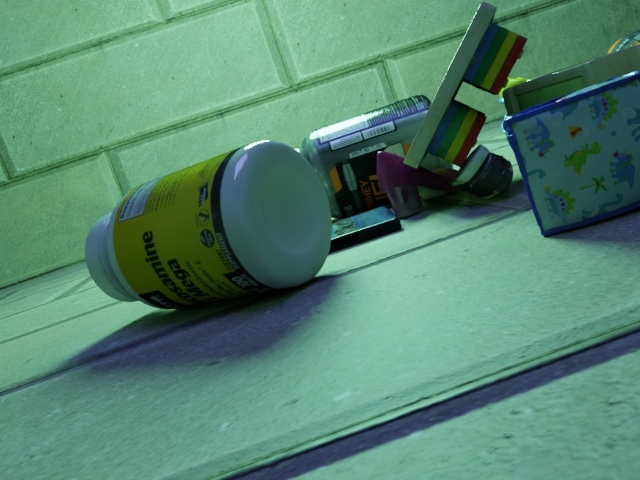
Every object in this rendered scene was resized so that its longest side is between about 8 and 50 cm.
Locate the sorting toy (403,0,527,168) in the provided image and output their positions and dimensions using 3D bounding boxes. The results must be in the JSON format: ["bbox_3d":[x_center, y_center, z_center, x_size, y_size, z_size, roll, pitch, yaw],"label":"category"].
[{"bbox_3d":[0.242,-0.234,1.059,0.090,0.255,0.257,27,17,6],"label":"sorting toy"}]

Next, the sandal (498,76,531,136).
[{"bbox_3d":[0.519,-0.287,1.454,0.318,0.138,0.126,0,17,-22],"label":"sandal"}]

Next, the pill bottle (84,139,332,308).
[{"bbox_3d":[-0.166,-0.006,0.884,0.334,0.187,0.188,-14,10,36],"label":"pill bottle"}]

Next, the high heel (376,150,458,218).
[{"bbox_3d":[0.179,-0.125,1.151,0.082,0.117,0.244,-12,10,44],"label":"high heel"}]

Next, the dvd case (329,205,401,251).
[{"bbox_3d":[0.000,0.000,1.061,0.253,0.022,0.180,-18,9,2],"label":"dvd case"}]

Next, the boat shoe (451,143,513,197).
[{"bbox_3d":[0.259,-0.105,1.031,0.081,0.069,0.228,-58,-5,12],"label":"boat shoe"}]

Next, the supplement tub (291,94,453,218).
[{"bbox_3d":[0.096,-0.162,1.323,0.316,0.193,0.193,-18,8,5],"label":"supplement tub"}]

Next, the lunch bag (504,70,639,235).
[{"bbox_3d":[0.271,-0.088,0.653,0.151,0.128,0.096,-22,7,-9],"label":"lunch bag"}]

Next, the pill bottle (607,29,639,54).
[{"bbox_3d":[0.621,-0.319,1.203,0.131,0.130,0.245,-17,24,9],"label":"pill bottle"}]

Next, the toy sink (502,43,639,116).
[{"bbox_3d":[0.393,-0.198,1.039,0.131,0.152,0.234,-23,10,-24],"label":"toy sink"}]
